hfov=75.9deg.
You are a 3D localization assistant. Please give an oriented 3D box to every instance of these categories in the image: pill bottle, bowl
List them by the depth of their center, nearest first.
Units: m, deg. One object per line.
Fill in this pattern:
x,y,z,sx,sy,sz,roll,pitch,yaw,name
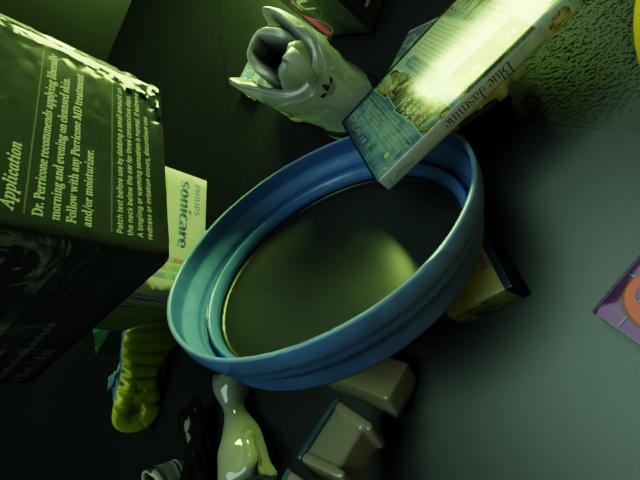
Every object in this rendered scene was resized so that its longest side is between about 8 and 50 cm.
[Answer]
0.000,0.000,0.498,0.391,0.077,0.391,-23,31,15,bowl
0.187,-0.187,0.509,0.120,0.067,0.067,-33,56,34,pill bottle

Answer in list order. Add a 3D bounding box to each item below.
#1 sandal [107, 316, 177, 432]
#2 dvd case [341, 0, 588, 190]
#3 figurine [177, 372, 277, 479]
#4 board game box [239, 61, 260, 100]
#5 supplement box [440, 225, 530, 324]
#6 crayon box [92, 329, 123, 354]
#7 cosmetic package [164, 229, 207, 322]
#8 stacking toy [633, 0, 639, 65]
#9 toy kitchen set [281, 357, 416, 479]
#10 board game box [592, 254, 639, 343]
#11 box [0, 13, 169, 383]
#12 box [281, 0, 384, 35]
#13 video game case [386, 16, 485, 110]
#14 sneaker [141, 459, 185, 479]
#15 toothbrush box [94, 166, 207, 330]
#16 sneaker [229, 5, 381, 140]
-0.417,0.262,0.946,0.138,0.126,0.317,17,88,51,sandal
0.134,-0.187,0.453,0.253,0.022,0.180,-44,32,20,dvd case
-0.178,0.339,0.704,0.215,0.092,0.209,-48,44,22,figurine
-0.154,-0.382,0.953,0.090,0.020,0.090,-58,45,17,board game box
0.169,0.039,0.462,0.083,0.056,0.083,-37,53,31,supplement box
-0.520,0.066,1.118,0.313,0.106,0.363,-54,46,18,crayon box
-0.241,0.065,0.798,0.309,0.160,0.113,31,99,47,cosmetic package
0.291,-0.130,0.204,0.350,0.351,0.479,-42,34,28,stacking toy
0.039,0.270,0.520,0.122,0.166,0.207,6,45,46,toy kitchen set
0.392,-0.021,0.265,0.346,0.056,0.208,-59,41,14,board game box
-0.511,-0.033,0.470,0.480,0.472,0.297,-34,56,33,box
0.042,-0.518,0.691,0.143,0.165,0.270,27,97,46,box
0.146,-0.220,0.508,0.190,0.022,0.173,9,68,58,video game case
-0.269,0.528,0.726,0.094,0.091,0.258,-50,47,22,sneaker
-0.318,0.024,0.688,0.283,0.122,0.206,-21,63,38,toothbrush box
-0.053,-0.283,0.679,0.366,0.210,0.137,42,108,44,sneaker
